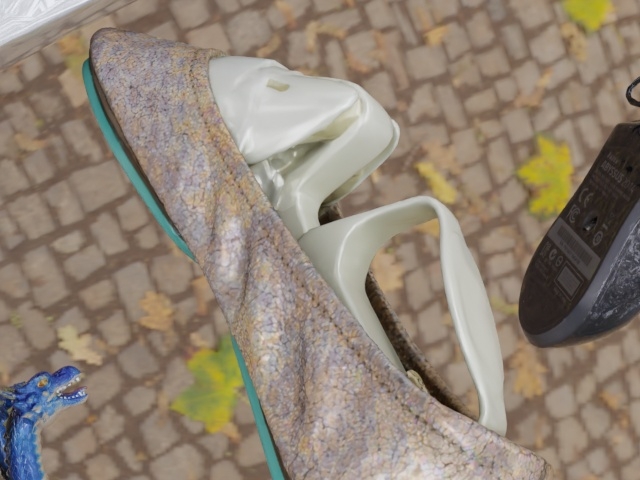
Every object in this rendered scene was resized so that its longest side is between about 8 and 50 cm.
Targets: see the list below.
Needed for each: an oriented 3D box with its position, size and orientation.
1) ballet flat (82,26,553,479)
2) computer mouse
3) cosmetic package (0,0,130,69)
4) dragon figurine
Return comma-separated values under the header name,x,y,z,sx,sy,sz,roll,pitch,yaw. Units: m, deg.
name,x,y,z,sx,sy,sz,roll,pitch,yaw
ballet flat,0.000,0.000,0.579,0.107,0.106,0.316,28,28,-55
computer mouse,0.257,-0.020,1.104,0.072,0.188,0.272,24,110,-21
cosmetic package,-0.144,-0.178,0.718,0.224,0.225,0.138,-33,99,-23
dragon figurine,-0.247,0.214,0.947,0.144,0.085,0.289,45,77,1
